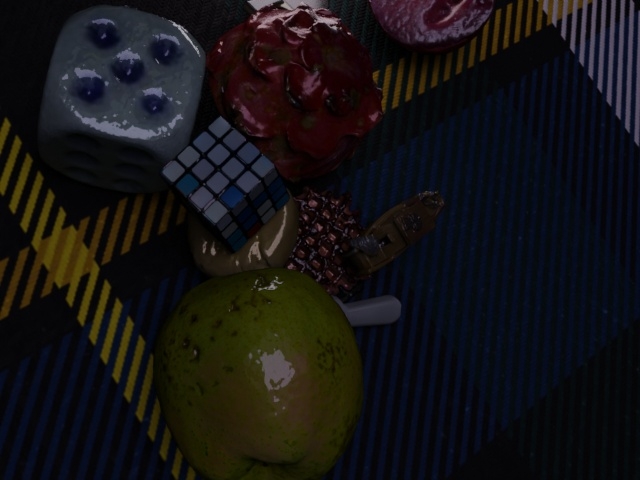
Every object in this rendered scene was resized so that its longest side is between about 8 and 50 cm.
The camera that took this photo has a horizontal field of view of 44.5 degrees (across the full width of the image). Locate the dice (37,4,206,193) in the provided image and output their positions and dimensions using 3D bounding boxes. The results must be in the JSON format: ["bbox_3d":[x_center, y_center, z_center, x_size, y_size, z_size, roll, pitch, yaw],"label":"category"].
[{"bbox_3d":[-0.370,-0.253,1.465,0.264,0.268,0.263,14,71,-15],"label":"dice"}]

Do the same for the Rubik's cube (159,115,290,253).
[{"bbox_3d":[-0.169,-0.098,1.404,0.155,0.151,0.154,41,80,19],"label":"Rubik's cube"}]

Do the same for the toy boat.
[{"bbox_3d":[0.167,-0.026,1.617,0.321,0.121,0.089,-34,93,-43],"label":"toy boat"}]

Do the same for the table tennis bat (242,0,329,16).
[{"bbox_3d":[-0.078,-0.537,1.719,0.173,0.022,0.301,43,39,0],"label":"table tennis bat"}]

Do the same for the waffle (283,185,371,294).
[{"bbox_3d":[0.000,0.000,1.609,0.221,0.055,0.235,-11,82,-23],"label":"waffle"}]

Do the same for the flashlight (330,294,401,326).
[{"bbox_3d":[0.075,0.148,1.601,0.200,0.047,0.093,-6,110,-25],"label":"flashlight"}]

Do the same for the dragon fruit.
[{"bbox_3d":[-0.023,-0.318,1.569,0.386,0.249,0.371,26,48,-32],"label":"dragon fruit"}]

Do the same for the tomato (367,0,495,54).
[{"bbox_3d":[0.237,-0.582,1.831,0.289,0.176,0.335,-33,86,-4],"label":"tomato"}]

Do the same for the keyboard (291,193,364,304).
[{"bbox_3d":[-0.017,0.022,1.634,0.106,0.016,0.262,-39,89,-25],"label":"keyboard"}]

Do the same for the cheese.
[{"bbox_3d":[-0.147,-0.027,1.517,0.213,0.117,0.226,-6,71,8],"label":"cheese"}]

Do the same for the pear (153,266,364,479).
[{"bbox_3d":[-0.097,0.244,1.343,0.390,0.391,0.391,6,72,-17],"label":"pear"}]
